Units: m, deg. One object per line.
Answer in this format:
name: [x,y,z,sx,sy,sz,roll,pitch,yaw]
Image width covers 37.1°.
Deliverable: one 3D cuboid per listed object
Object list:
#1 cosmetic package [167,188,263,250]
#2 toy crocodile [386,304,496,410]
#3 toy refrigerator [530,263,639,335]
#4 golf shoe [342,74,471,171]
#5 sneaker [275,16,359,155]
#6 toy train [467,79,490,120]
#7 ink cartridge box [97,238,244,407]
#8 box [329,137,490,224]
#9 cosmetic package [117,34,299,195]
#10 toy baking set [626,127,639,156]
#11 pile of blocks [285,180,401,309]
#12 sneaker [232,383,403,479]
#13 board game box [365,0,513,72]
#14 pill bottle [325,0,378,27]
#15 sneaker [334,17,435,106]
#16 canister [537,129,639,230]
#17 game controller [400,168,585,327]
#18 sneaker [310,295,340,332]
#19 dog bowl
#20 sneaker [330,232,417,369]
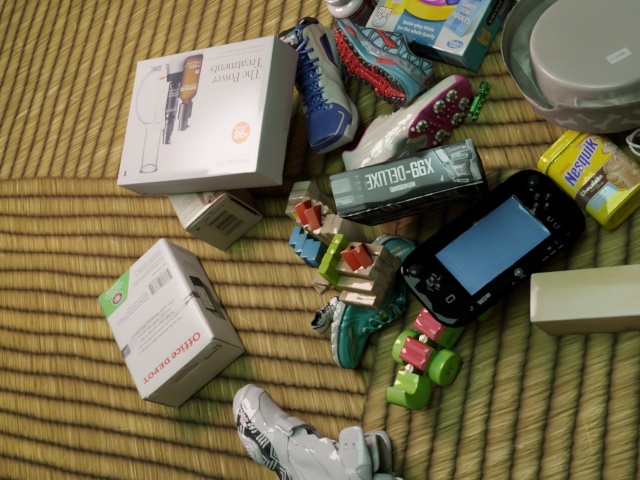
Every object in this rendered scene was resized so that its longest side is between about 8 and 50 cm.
cosmetic package: [-0.264,-0.141,2.091,0.129,0.153,0.296,-40,57,13]
toy crocodile: [0.215,0.145,1.702,0.115,0.105,0.341,27,87,36]
toy refrigerator: [0.487,0.092,1.552,0.269,0.102,0.094,-7,68,31]
golf shoe: [0.162,-0.222,1.879,0.306,0.115,0.140,-46,51,8]
sneaker: [-0.023,-0.342,1.975,0.127,0.182,0.316,-25,52,35]
toy train: [0.308,-0.273,1.857,0.017,0.023,0.083,19,82,36]
ink cartridge box: [-0.319,0.177,2.018,0.211,0.121,0.289,-41,55,13]
box: [0.166,-0.095,1.669,0.242,0.307,0.077,-14,85,11]
cosmetic package: [-0.234,-0.246,1.950,0.377,0.097,0.285,-3,76,34]
toy baking set: [0.614,-0.137,1.566,0.196,0.030,0.256,-7,57,7]
pile of blocks: [0.000,0.000,1.796,0.149,0.112,0.362,-47,40,0]
sneaker: [-0.001,0.373,1.737,0.210,0.137,0.366,-42,60,11]
board game box: [0.277,-0.534,1.945,0.253,0.079,0.336,25,86,36]
pill bottle: [0.069,-0.493,2.015,0.086,0.152,0.086,-12,66,28]
sneaker: [0.128,-0.366,1.902,0.125,0.104,0.262,-30,56,-18]
canister: [0.481,-0.114,1.656,0.126,0.073,0.170,-46,56,9]
game controller: [0.297,0.013,1.645,0.319,0.067,0.166,-37,54,-6]
sneaker: [0.012,0.143,1.875,0.032,0.037,0.083,32,89,38]
dog bowl: [0.495,-0.334,1.661,0.348,0.102,0.349,-10,54,15]
sneaker: [0.103,0.118,1.790,0.110,0.107,0.275,23,85,28]
